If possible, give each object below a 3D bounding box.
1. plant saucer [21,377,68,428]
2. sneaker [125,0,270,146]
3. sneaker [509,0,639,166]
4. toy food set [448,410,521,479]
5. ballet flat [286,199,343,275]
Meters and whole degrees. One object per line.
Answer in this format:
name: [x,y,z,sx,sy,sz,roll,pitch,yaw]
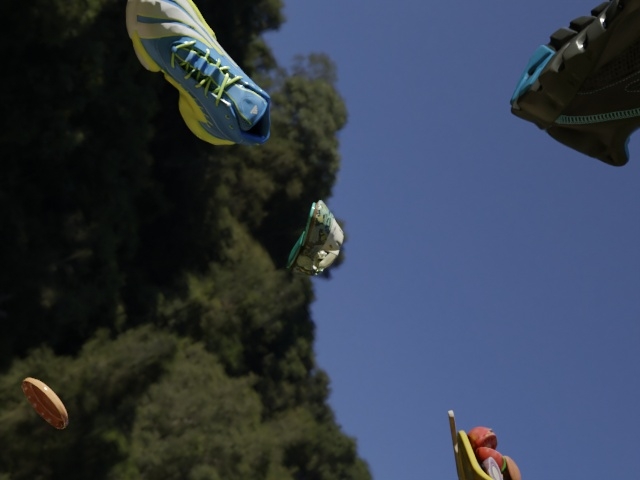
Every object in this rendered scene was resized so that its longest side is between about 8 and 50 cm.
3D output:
plant saucer: [-0.366,0.216,1.472,0.083,0.013,0.083,30,-37,26]
sneaker: [-0.120,-0.192,1.236,0.126,0.091,0.240,22,-22,34]
sneaker: [0.329,-0.204,1.020,0.139,0.125,0.341,35,-44,-9]
toy food set: [0.215,0.293,1.350,0.218,0.071,0.128,-103,-179,-70]
ballet flat: [0.000,0.000,1.566,0.070,0.070,0.188,57,-21,12]
